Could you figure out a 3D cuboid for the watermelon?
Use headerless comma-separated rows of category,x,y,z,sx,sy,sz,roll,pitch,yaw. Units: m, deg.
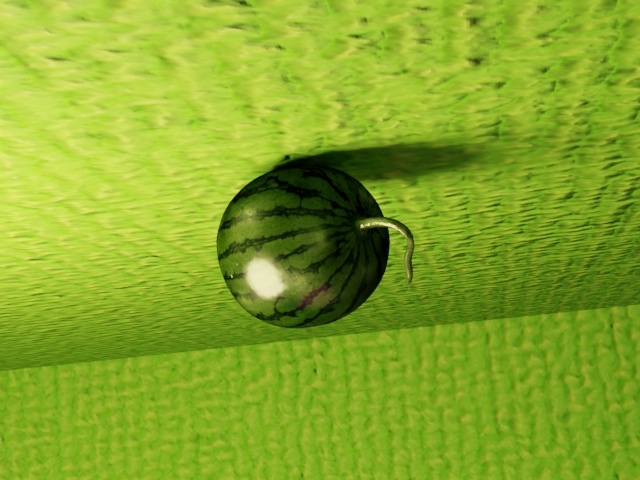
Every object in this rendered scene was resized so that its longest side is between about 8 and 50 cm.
watermelon,0.000,0.000,0.976,0.187,0.141,0.140,-18,164,40
